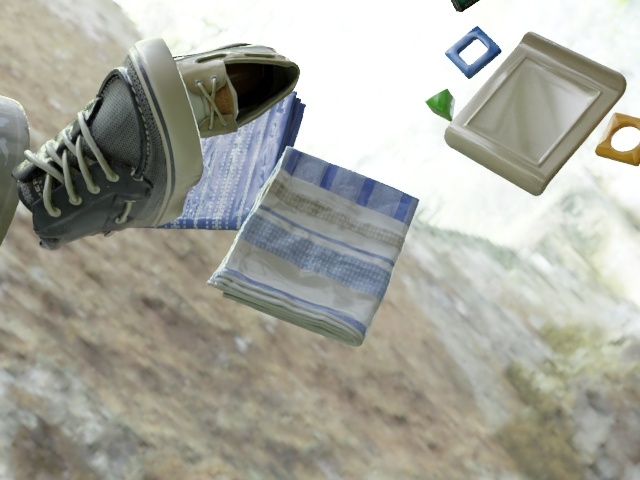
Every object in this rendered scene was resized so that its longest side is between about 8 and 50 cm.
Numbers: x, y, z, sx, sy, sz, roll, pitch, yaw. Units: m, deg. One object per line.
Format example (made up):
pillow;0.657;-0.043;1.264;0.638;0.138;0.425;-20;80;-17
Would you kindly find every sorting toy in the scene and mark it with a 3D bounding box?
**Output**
sorting toy;0.289;-0.166;1.640;0.348;0.196;0.047;35;175;38

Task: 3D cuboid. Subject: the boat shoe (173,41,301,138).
boat shoe;-0.150;-0.185;1.551;0.103;0.113;0.302;10;-148;39

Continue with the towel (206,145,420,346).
towel;0.000;0.000;1.593;0.209;0.034;0.285;22;-133;4

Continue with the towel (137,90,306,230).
towel;-0.197;-0.122;1.901;0.040;0.336;0.243;51;-133;-54

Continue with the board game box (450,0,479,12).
board game box;0.240;-0.423;1.725;0.126;0.186;0.026;59;167;-21

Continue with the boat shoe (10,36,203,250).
boat shoe;-0.210;-0.073;1.169;0.340;0.158;0.127;116;133;-69

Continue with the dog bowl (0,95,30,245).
dog bowl;-0.547;-0.064;1.712;0.102;0.349;0.349;27;-156;-39
